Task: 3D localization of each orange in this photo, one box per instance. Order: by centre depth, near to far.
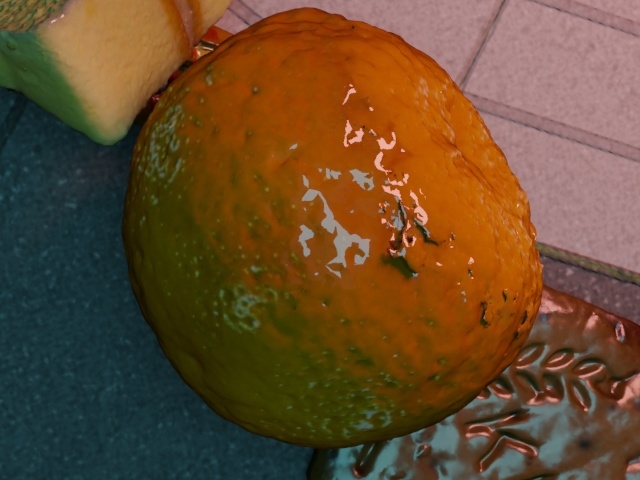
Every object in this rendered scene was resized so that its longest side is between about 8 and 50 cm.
[{"bbox_3d":[0.000,0.000,1.163,0.293,0.340,0.340,-32,95,22],"label":"orange"}]

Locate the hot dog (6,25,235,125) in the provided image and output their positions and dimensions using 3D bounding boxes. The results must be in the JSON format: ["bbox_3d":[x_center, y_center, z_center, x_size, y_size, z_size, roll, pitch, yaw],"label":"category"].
[{"bbox_3d":[-0.160,-0.152,1.267,0.250,0.076,0.104,15,87,-6],"label":"hot dog"}]

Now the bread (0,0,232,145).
[{"bbox_3d":[-0.161,-0.209,1.188,0.178,0.142,0.266,37,57,-11],"label":"bread"}]

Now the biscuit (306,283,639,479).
[{"bbox_3d":[0.165,0.204,1.328,0.359,0.046,0.359,0,89,-9],"label":"biscuit"}]
